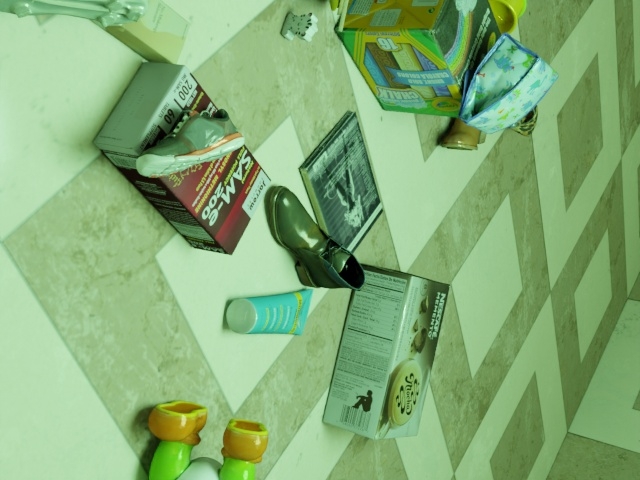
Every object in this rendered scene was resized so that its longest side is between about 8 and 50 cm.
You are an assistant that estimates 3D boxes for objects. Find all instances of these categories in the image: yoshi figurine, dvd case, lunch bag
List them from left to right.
[{"bbox_3d":[-0.189,0.408,1.128,0.203,0.204,0.362,15,89,-41],"label":"yoshi figurine"},{"bbox_3d":[0.041,-0.083,1.461,0.164,0.018,0.221,-53,139,-35],"label":"dvd case"},{"bbox_3d":[0.298,-0.246,1.408,0.151,0.096,0.129,-54,152,16],"label":"lunch bag"}]

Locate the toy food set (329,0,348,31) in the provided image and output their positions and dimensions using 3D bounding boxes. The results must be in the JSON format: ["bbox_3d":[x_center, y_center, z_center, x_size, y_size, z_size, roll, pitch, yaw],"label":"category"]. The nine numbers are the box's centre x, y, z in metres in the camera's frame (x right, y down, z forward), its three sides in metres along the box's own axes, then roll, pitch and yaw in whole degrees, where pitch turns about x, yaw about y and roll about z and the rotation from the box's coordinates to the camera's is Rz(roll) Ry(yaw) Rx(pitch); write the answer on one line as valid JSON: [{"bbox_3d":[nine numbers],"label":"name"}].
[{"bbox_3d":[0.032,-0.402,1.277,0.192,0.039,0.132,-80,-178,-52],"label":"toy food set"}]

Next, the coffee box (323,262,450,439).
[{"bbox_3d":[0.125,0.203,1.585,0.168,0.119,0.297,16,86,-56],"label":"coffee box"}]

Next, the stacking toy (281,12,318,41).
[{"bbox_3d":[-0.043,-0.408,1.202,0.167,0.052,0.221,30,74,-56],"label":"stacking toy"}]

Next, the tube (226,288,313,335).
[{"bbox_3d":[-0.069,0.114,1.336,0.207,0.052,0.080,5,106,-63],"label":"tube"}]

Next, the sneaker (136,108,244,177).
[{"bbox_3d":[-0.158,-0.117,0.997,0.158,0.061,0.064,-26,93,-51],"label":"sneaker"}]

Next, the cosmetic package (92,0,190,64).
[{"bbox_3d":[-0.209,-0.256,1.006,0.115,0.041,0.060,28,76,-56],"label":"cosmetic package"}]

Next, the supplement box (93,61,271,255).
[{"bbox_3d":[-0.166,-0.098,1.093,0.130,0.073,0.239,-64,145,-21],"label":"supplement box"}]

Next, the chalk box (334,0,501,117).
[{"bbox_3d":[0.184,-0.328,1.458,0.289,0.179,0.180,51,57,-51],"label":"chalk box"}]

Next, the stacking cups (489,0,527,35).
[{"bbox_3d":[0.419,-0.559,1.840,0.316,0.096,0.096,-59,143,-36],"label":"stacking cups"}]

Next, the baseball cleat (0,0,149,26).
[{"bbox_3d":[-0.279,-0.277,0.882,0.206,0.072,0.109,5,58,-41],"label":"baseball cleat"}]

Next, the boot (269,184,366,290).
[{"bbox_3d":[0.000,0.000,1.343,0.082,0.106,0.219,-59,143,-28],"label":"boot"}]

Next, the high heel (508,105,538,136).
[{"bbox_3d":[0.422,-0.254,1.856,0.261,0.093,0.186,49,32,-48],"label":"high heel"}]

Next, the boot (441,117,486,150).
[{"bbox_3d":[0.296,-0.265,1.748,0.197,0.073,0.152,-35,130,-62],"label":"boot"}]
